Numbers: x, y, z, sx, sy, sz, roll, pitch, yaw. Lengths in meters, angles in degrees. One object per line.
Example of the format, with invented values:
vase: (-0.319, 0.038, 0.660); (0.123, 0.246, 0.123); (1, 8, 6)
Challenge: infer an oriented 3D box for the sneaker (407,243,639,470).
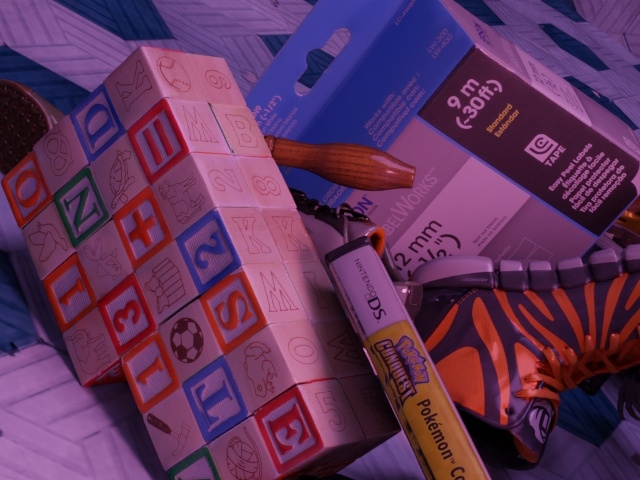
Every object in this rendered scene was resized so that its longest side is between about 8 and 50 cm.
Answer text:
sneaker: (0.222, 0.108, 1.145); (0.124, 0.321, 0.180); (63, 28, -48)

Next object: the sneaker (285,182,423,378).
sneaker: (0.000, 0.000, 1.202); (0.100, 0.108, 0.271); (5, 35, -48)

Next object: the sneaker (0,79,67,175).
sneaker: (-0.201, -0.056, 1.108); (0.192, 0.064, 0.086); (46, 18, 25)

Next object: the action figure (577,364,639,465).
action figure: (0.312, 0.131, 1.278); (0.275, 0.141, 0.164); (6, 11, 8)

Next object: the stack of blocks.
stack of blocks: (-0.090, 0.040, 0.917); (0.087, 0.171, 0.297); (-1, 60, -53)

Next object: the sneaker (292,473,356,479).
sneaker: (0.045, 0.230, 0.795); (0.217, 0.121, 0.079); (41, 25, 15)

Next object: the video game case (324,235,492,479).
video game case: (0.095, 0.165, 0.884); (0.248, 0.035, 0.275); (65, 1, 42)

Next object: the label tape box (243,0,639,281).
label tape box: (0.110, -0.083, 1.298); (0.347, 0.249, 0.115); (31, 24, -21)

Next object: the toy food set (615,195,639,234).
toy food set: (0.458, -0.003, 1.630); (0.306, 0.092, 0.219); (0, -22, 45)

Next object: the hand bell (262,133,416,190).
hand bell: (-0.037, -0.076, 1.170); (0.242, 0.126, 0.126); (13, 23, 5)

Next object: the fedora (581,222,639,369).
fedora: (0.371, 0.083, 1.507); (0.243, 0.124, 0.275); (21, 15, -36)
